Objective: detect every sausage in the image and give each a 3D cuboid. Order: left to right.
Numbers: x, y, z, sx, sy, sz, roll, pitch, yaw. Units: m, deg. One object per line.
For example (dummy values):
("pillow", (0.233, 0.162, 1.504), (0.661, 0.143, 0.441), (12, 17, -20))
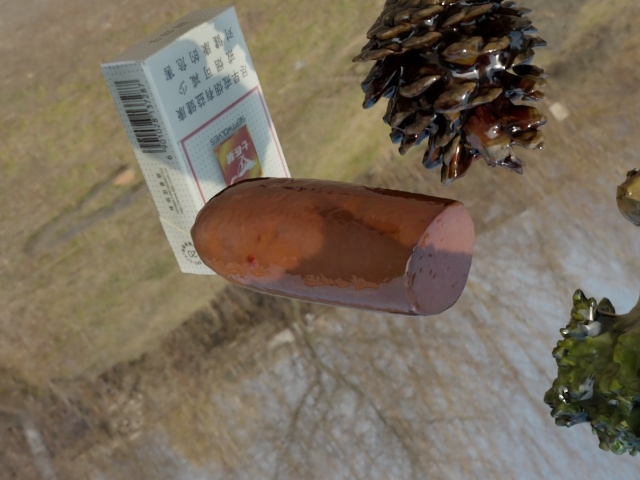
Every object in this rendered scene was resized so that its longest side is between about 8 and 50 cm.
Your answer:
("sausage", (0.000, 0.000, 0.875), (0.259, 0.114, 0.113), (8, -152, 39))

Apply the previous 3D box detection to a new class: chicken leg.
("chicken leg", (0.483, -0.053, 1.310), (0.085, 0.207, 0.101), (42, 60, -78))

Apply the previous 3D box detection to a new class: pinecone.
("pinecone", (0.132, -0.154, 1.012), (0.184, 0.205, 0.179), (-7, -165, 11))

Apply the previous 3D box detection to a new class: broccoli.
("broccoli", (0.426, 0.162, 1.173), (0.334, 0.272, 0.324), (4, 141, -25))

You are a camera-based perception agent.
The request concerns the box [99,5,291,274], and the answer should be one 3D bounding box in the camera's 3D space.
("box", (-0.163, -0.143, 1.481), (0.095, 0.330, 0.210), (0, -149, 37))
